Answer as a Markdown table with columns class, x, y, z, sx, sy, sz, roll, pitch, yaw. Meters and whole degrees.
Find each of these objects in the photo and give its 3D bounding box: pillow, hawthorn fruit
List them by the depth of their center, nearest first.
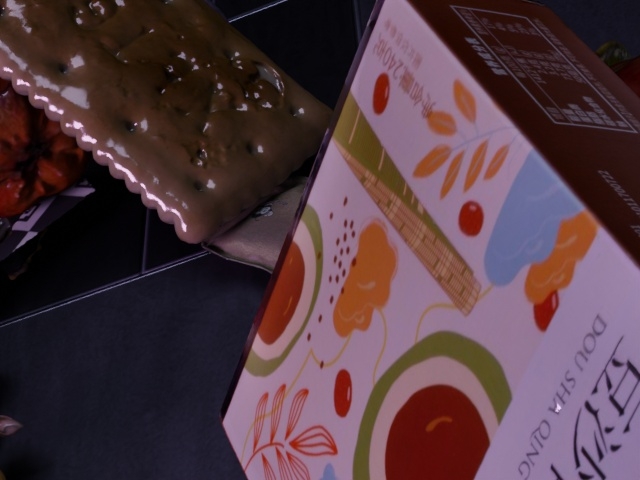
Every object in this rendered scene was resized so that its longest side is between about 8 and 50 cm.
| class | x | y | z | sx | sy | sz | roll | pitch | yaw |
| --- | --- | --- | --- | --- | --- | --- | --- | --- | --- |
| pillow | 0.000 | -0.001 | 1.372 | 0.130 | 0.033 | 0.217 | -37 | 36 | -24 |
| hawthorn fruit | -0.299 | -0.115 | 1.514 | 0.173 | 0.173 | 0.179 | -17 | 52 | 15 |

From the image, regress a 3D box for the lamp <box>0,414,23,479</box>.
| class | x | y | z | sx | sy | sz | roll | pitch | yaw |
| --- | --- | --- | --- | --- | --- | --- | --- | --- | --- |
| lamp | -0.299 | 0.191 | 1.273 | 0.118 | 0.118 | 0.253 | -10 | 32 | 23 |

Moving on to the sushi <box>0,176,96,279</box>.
| class | x | y | z | sx | sy | sz | roll | pitch | yaw |
| --- | --- | --- | --- | --- | --- | --- | --- | --- | --- |
| sushi | -0.368 | -0.011 | 1.612 | 0.264 | 0.050 | 0.290 | -38 | 38 | -14 |

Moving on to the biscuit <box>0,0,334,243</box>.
| class | x | y | z | sx | sy | sz | roll | pitch | yaw |
| --- | --- | --- | --- | --- | --- | --- | --- | --- | --- |
| biscuit | -0.156 | -0.155 | 1.460 | 0.325 | 0.044 | 0.217 | 42 | 53 | 11 |

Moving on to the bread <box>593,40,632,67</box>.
| class | x | y | z | sx | sy | sz | roll | pitch | yaw |
| --- | --- | --- | --- | --- | --- | --- | --- | --- | --- |
| bread | 0.153 | -0.043 | 1.227 | 0.156 | 0.158 | 0.261 | -10 | 37 | 28 |

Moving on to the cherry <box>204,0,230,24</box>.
| class | x | y | z | sx | sy | sz | roll | pitch | yaw |
| --- | --- | --- | --- | --- | --- | --- | --- | --- | --- |
| cherry | -0.164 | -0.178 | 1.593 | 0.176 | 0.140 | 0.176 | 2 | 54 | -3 |

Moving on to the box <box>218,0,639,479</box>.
| class | x | y | z | sx | sy | sz | roll | pitch | yaw |
| --- | --- | --- | --- | --- | --- | --- | --- | --- | --- |
| box | 0.099 | 0.090 | 0.927 | 0.122 | 0.345 | 0.385 | 5 | 32 | -28 |

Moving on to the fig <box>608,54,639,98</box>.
| class | x | y | z | sx | sy | sz | roll | pitch | yaw |
| --- | --- | --- | --- | --- | --- | --- | --- | --- | --- |
| fig | 0.231 | 0.010 | 1.053 | 0.224 | 0.263 | 0.224 | -5 | -3 | 0 |
